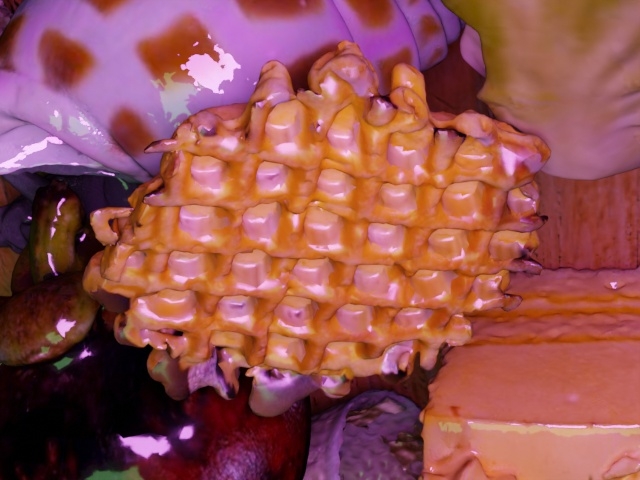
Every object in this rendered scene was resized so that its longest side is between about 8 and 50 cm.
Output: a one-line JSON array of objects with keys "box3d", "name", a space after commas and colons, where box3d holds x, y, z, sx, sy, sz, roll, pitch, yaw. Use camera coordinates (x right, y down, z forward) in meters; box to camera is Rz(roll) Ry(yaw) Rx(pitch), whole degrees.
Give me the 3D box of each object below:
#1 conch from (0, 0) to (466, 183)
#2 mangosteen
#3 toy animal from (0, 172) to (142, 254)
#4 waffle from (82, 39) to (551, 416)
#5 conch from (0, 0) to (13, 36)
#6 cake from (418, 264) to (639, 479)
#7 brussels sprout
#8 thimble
[{"box3d": [-0.078, -0.116, 0.962, 0.368, 0.197, 0.249, 10, 167, -15], "name": "conch"}, {"box3d": [-0.153, 0.137, 1.090, 0.311, 0.311, 0.311, 5, 127, 7], "name": "mangosteen"}, {"box3d": [-0.234, -0.041, 1.164, 0.269, 0.082, 0.137, -17, 120, 22], "name": "toy animal"}, {"box3d": [-0.008, 0.006, 0.887, 0.329, 0.062, 0.329, -5, 139, -4], "name": "waffle"}, {"box3d": [-0.321, -0.136, 1.069, 0.163, 0.178, 0.245, -14, 165, -25], "name": "conch"}, {"box3d": [0.199, 0.189, 1.120, 0.227, 0.286, 0.222, -3, 126, 13], "name": "cake"}, {"box3d": [0.169, -0.223, 0.827, 0.315, 0.276, 0.371, -14, 123, 25], "name": "brussels sprout"}, {"box3d": [0.035, 0.279, 1.239, 0.150, 0.271, 0.271, -29, 116, 27], "name": "thimble"}]
